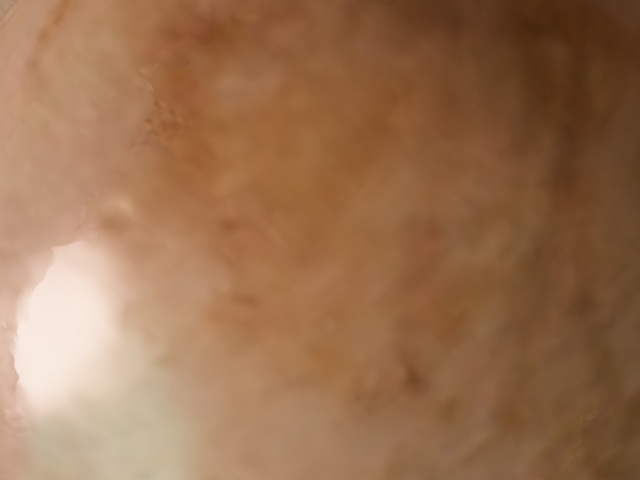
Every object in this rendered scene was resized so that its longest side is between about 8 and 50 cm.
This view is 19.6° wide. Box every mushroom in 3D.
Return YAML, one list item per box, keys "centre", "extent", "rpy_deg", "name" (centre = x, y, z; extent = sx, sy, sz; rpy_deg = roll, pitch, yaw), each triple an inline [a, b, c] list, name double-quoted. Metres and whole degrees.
- centre: [0.000, 0.000, 0.622]
  extent: [0.297, 0.297, 0.290]
  rpy_deg: [62, 176, -32]
  name: "mushroom"
